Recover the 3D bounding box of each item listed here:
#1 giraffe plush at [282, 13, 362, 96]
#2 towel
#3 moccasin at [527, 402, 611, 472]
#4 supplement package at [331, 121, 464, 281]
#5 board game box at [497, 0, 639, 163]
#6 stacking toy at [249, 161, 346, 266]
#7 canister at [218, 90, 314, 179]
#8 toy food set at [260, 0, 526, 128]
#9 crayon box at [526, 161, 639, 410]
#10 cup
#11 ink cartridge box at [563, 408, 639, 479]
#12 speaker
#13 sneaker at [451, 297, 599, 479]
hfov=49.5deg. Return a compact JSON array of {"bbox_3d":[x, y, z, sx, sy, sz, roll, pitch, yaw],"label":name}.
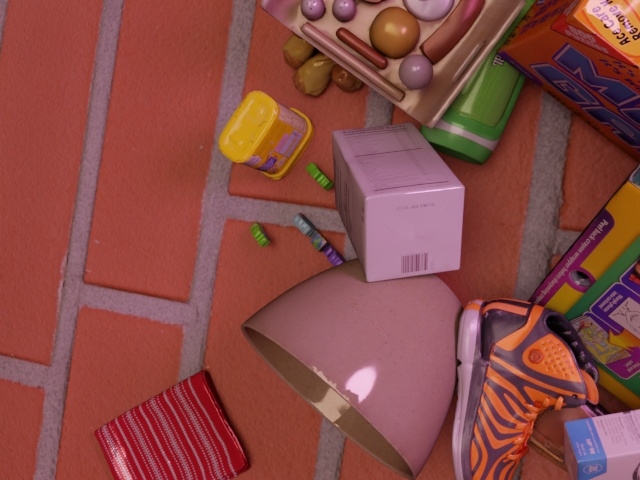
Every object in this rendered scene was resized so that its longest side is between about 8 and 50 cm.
[{"bbox_3d":[0.017,-0.347,1.133,0.210,0.170,0.181,-20,81,17],"label":"giraffe plush"},{"bbox_3d":[-0.277,0.382,1.274,0.275,0.031,0.198,-31,78,15],"label":"towel"},{"bbox_3d":[0.446,0.373,0.975,0.380,0.139,0.147,42,101,16],"label":"moccasin"},{"bbox_3d":[0.105,-0.066,1.024,0.139,0.244,0.133,-7,121,-6],"label":"supplement package"},{"bbox_3d":[0.493,-0.280,0.822,0.356,0.356,0.356,36,99,-4],"label":"board game box"},{"bbox_3d":[0.000,0.000,1.191,0.167,0.052,0.221,-44,74,10],"label":"stacking toy"},{"bbox_3d":[-0.088,-0.175,1.161,0.073,0.170,0.126,38,99,16],"label":"canister"},{"bbox_3d":[0.100,-0.335,0.985,0.306,0.092,0.219,35,102,-3],"label":"toy food set"},{"bbox_3d":[0.459,0.090,0.878,0.313,0.362,0.106,38,62,15],"label":"crayon box"},{"bbox_3d":[0.080,0.154,1.043,0.331,0.331,0.237,37,72,16],"label":"cup"},{"bbox_3d":[0.411,0.269,0.888,0.180,0.104,0.060,-12,41,8],"label":"ink cartridge box"},{"bbox_3d":[0.258,-0.274,1.073,0.131,0.131,0.296,23,95,18],"label":"speaker"},{"bbox_3d":[0.284,0.243,0.956,0.180,0.125,0.320,2,98,30],"label":"sneaker"}]
